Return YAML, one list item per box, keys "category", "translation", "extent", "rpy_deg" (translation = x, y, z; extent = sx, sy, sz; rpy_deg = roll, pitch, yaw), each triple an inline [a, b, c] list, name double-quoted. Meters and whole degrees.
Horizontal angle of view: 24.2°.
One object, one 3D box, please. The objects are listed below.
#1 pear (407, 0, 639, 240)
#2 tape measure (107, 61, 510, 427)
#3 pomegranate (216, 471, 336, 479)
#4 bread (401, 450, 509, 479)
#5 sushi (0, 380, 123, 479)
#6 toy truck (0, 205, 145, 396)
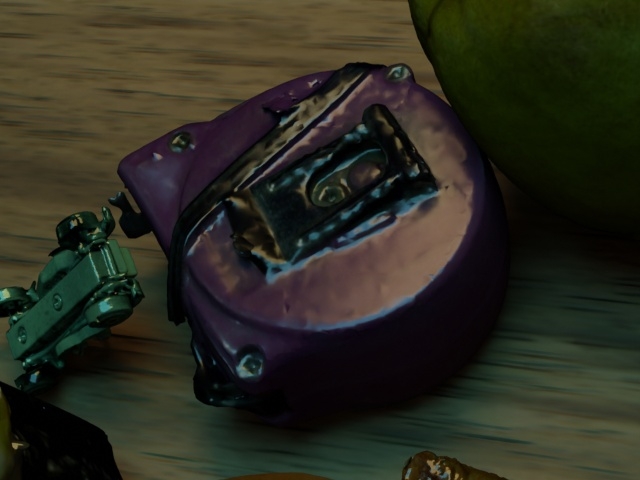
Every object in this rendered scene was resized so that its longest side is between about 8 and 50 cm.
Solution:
- category: "pear"
  translation: [0.208, -0.127, 0.942]
  extent: [0.321, 0.269, 0.269]
  rpy_deg: [18, 54, -21]
- category: "tape measure"
  translation: [0.000, 0.000, 0.992]
  extent: [0.245, 0.149, 0.231]
  rpy_deg: [-30, 53, -5]
- category: "pomegranate"
  translation: [-0.021, 0.226, 0.824]
  extent: [0.209, 0.209, 0.209]
  rpy_deg: [-8, 55, 11]
- category: "bread"
  translation: [0.132, 0.209, 0.859]
  extent: [0.105, 0.076, 0.233]
  rpy_deg: [-41, 58, -6]
- category: "sushi"
  translation: [-0.282, 0.190, 0.863]
  extent: [0.328, 0.285, 0.329]
  rpy_deg: [16, 61, 25]
- category: "toy truck"
  translation: [-0.163, 0.043, 1.031]
  extent: [0.078, 0.154, 0.080]
  rpy_deg: [-6, 65, -42]
